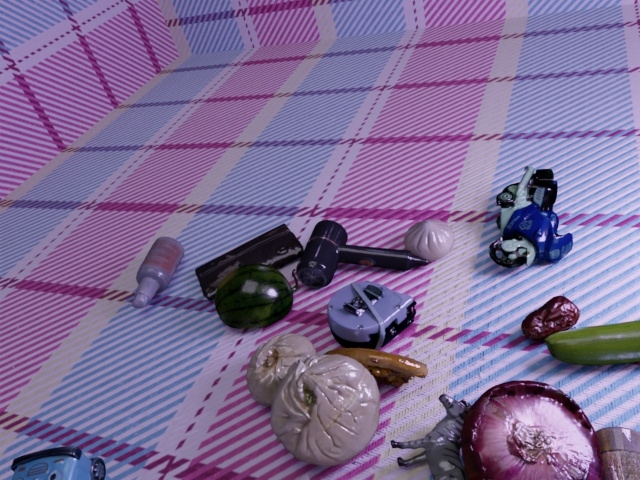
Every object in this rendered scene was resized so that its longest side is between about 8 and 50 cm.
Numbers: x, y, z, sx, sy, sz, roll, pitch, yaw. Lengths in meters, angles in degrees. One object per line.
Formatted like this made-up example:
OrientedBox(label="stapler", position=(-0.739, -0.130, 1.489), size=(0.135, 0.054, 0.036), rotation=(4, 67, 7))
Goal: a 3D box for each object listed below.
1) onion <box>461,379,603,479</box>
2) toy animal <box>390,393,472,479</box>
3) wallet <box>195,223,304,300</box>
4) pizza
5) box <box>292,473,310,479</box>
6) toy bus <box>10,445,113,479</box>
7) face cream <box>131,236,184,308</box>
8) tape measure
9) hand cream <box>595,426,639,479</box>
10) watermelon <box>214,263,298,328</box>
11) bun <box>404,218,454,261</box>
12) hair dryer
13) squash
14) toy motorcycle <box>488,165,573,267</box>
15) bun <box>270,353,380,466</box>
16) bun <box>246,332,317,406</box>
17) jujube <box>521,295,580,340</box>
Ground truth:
OrientedBox(label="onion", position=(0.358, 0.364, 0.928), size=(0.247, 0.161, 0.248), rotation=(-13, 47, 14))
OrientedBox(label="toy animal", position=(0.230, 0.402, 0.999), size=(0.175, 0.074, 0.217), rotation=(-19, 41, 3))
OrientedBox(label="wallet", position=(-0.217, 0.057, 1.627), size=(0.321, 0.044, 0.170), rotation=(-26, 40, -10))
OrientedBox(label="pizza", position=(0.110, 0.276, 1.181), size=(0.246, 0.127, 0.058), rotation=(7, 65, 17))
OrientedBox(label="box", position=(-0.044, 0.590, 0.887), size=(0.204, 0.051, 0.365), rotation=(-25, 38, -9))
OrientedBox(label="toy bus", position=(-0.442, 0.503, 0.974), size=(0.133, 0.271, 0.165), rotation=(-14, 41, 5))
OrientedBox(label="face cream", position=(-0.498, 0.103, 1.633), size=(0.101, 0.101, 0.252), rotation=(-5, 40, 15))
OrientedBox(label="tape measure", position=(0.108, 0.178, 1.303), size=(0.182, 0.107, 0.181), rotation=(21, 45, 36))
OrientedBox(label="hand cream", position=(0.500, 0.415, 0.887), size=(0.083, 0.084, 0.203), rotation=(-2, 47, 18))
OrientedBox(label="watermelon", position=(-0.178, 0.132, 1.453), size=(0.232, 0.127, 0.204), rotation=(-12, 37, 1))
OrientedBox(label="bun", position=(0.293, -0.016, 1.483), size=(0.138, 0.094, 0.138), rotation=(-14, 36, 10))
OrientedBox(label="hair dryer", position=(0.120, 0.053, 1.469), size=(0.351, 0.107, 0.189), rotation=(6, 45, 19))
OrientedBox(label="squash", position=(0.607, 0.205, 1.092), size=(0.292, 0.082, 0.082), rotation=(-10, 38, 12))
OrientedBox(label="toy motorcycle", position=(0.554, -0.050, 1.410), size=(0.196, 0.125, 0.331), rotation=(5, 46, 24))
OrientedBox(label="bun", position=(0.001, 0.330, 1.083), size=(0.229, 0.145, 0.230), rotation=(-13, 53, 19))
OrientedBox(label="bun", position=(-0.089, 0.288, 1.234), size=(0.188, 0.111, 0.164), rotation=(-34, 43, -26))
OrientedBox(label="jujube", position=(0.500, 0.173, 1.182), size=(0.129, 0.077, 0.077), rotation=(-28, 38, -5))
